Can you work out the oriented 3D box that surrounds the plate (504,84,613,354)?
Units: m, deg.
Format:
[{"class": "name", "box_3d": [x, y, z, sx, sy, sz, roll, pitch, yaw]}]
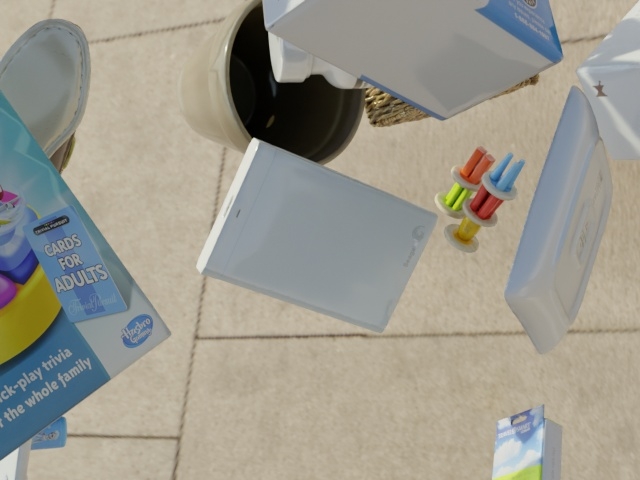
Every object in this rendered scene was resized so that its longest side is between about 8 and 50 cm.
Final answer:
[{"class": "plate", "box_3d": [0.313, -0.011, 1.224, 0.045, 0.277, 0.278, 14, 75, 27]}]

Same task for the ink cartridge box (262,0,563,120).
[{"class": "ink cartridge box", "box_3d": [0.078, -0.365, 1.017, 0.166, 0.285, 0.395, -25, 60, 37]}]

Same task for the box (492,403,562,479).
[{"class": "box", "box_3d": [0.297, 0.337, 1.410, 0.109, 0.042, 0.178, -35, 34, 48]}]

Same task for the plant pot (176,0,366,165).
[{"class": "plant pot", "box_3d": [-0.121, -0.289, 1.845, 0.280, 0.323, 0.323, 1, 66, 52]}]

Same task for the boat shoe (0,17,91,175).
[{"class": "boat shoe", "box_3d": [-0.360, -0.134, 1.212, 0.097, 0.116, 0.324, -90, 22, -64]}]

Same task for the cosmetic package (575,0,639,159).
[{"class": "cosmetic package", "box_3d": [0.594, -0.308, 1.391, 0.453, 0.162, 0.230, -45, 30, -27]}]

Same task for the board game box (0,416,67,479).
[{"class": "board game box", "box_3d": [-0.354, 0.222, 1.028, 0.390, 0.050, 0.390, 40, 123, 52]}]

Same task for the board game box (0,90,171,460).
[{"class": "board game box", "box_3d": [-0.295, -0.001, 0.671, 0.079, 0.254, 0.336, -33, 93, 40]}]

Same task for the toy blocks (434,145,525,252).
[{"class": "toy blocks", "box_3d": [0.215, -0.075, 1.297, 0.123, 0.054, 0.148, -98, 31, -46]}]

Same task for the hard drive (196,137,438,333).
[{"class": "hard drive", "box_3d": [0.000, 0.000, 1.413, 0.203, 0.307, 0.040, -65, 25, 10]}]

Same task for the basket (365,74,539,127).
[{"class": "basket", "box_3d": [0.241, -0.367, 1.939, 0.299, 0.223, 0.214, -14, 91, 48]}]

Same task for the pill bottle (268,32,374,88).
[{"class": "pill bottle", "box_3d": [0.104, -0.353, 1.567, 0.362, 0.210, 0.210, -5, 63, -8]}]
